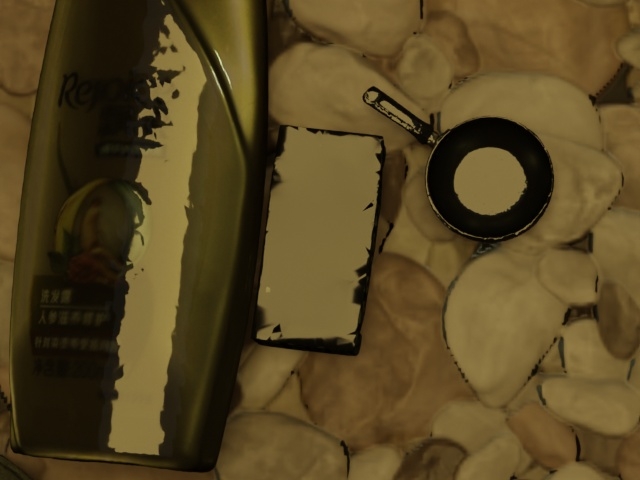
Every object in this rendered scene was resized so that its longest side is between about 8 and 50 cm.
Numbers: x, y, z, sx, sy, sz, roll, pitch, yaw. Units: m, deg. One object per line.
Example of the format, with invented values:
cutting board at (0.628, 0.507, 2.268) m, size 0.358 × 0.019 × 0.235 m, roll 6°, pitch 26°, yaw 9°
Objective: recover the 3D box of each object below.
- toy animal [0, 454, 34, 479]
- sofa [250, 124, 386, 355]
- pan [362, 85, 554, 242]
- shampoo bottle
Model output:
toy animal at (-0.198, 0.137, 0.930) m, size 0.253 × 0.070 × 0.079 m, roll 37°, pitch 70°, yaw 11°
sofa at (0.000, 0.000, 0.946) m, size 0.060 × 0.039 × 0.118 m, roll 6°, pitch 83°, yaw 6°
pan at (0.071, -0.046, 0.953) m, size 0.115 × 0.023 × 0.068 m, roll 37°, pitch 87°, yaw 5°
shampoo bottle at (-0.090, -0.056, 0.938) m, size 0.125 × 0.084 × 0.350 m, roll 5°, pitch 82°, yaw 13°
